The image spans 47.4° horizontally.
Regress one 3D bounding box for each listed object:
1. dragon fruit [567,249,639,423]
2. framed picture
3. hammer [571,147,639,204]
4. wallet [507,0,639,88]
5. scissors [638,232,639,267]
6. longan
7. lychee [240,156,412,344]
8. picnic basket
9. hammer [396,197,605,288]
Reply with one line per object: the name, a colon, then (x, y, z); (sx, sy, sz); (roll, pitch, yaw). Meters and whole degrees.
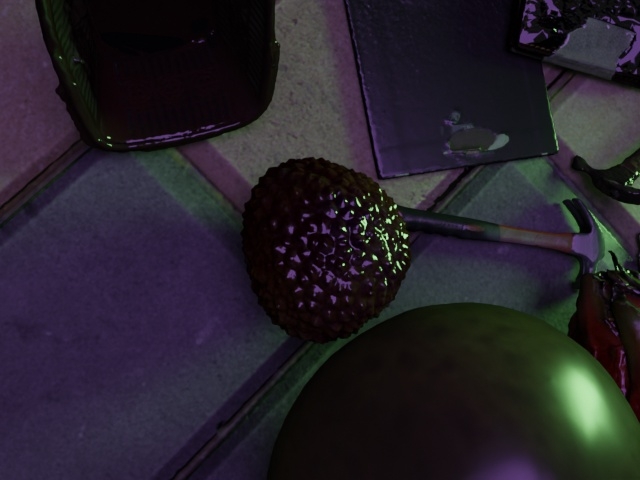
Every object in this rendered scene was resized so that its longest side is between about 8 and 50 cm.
dragon fruit: (0.343, 0.148, 0.793); (0.234, 0.234, 0.293); (-43, 109, -13)
framed picture: (0.156, -0.249, 0.904); (0.244, 0.013, 0.323); (-9, 87, -13)
hammer: (0.461, -0.148, 0.935); (0.297, 0.027, 0.125); (-39, 59, -17)
wallet: (0.362, -0.342, 0.928); (0.221, 0.071, 0.262); (13, 87, -13)
scissors: (0.426, 0.044, 0.932); (0.039, 0.012, 0.113); (-14, 88, -14)
longan: (0.126, 0.234, 0.686); (0.361, 0.361, 0.360); (1, 84, -12)
lychee: (0.000, 0.000, 0.758); (0.188, 0.188, 0.188); (1, 84, -12)
picnic basket: (-0.160, -0.224, 0.709); (0.223, 0.296, 0.129); (-16, 64, -13)
hammer: (0.209, -0.009, 0.881); (0.288, 0.033, 0.111); (7, 84, -11)
